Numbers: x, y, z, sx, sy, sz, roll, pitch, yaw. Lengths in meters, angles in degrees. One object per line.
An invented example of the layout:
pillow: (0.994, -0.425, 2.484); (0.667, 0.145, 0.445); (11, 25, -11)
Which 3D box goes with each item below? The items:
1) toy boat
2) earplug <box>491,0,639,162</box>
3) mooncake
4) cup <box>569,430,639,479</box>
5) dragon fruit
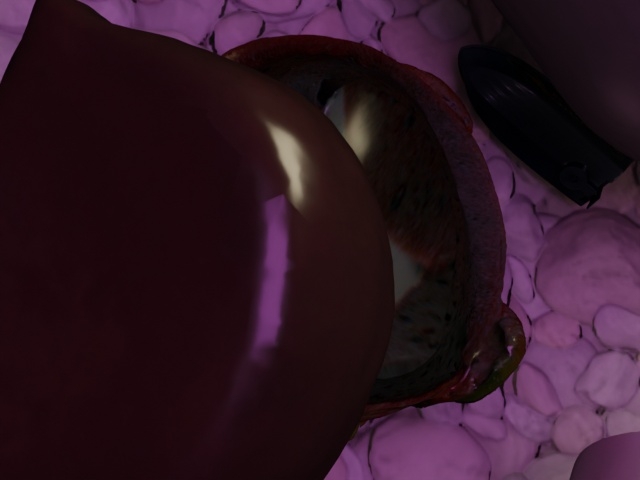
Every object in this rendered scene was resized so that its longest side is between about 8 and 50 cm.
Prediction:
toy boat: (0.149, -0.086, 1.121); (0.141, 0.055, 0.060); (39, 43, -8)
earplug: (0.241, -0.230, 1.034); (0.313, 0.312, 0.394); (-30, 83, -26)
mooncake: (-0.139, 0.044, 0.850); (0.334, 0.174, 0.325); (24, 90, 24)
cup: (0.217, 0.273, 0.962); (0.253, 0.253, 0.274); (27, 60, -13)
dragon fruit: (0.000, 0.000, 1.003); (0.268, 0.130, 0.295); (30, 67, -18)
